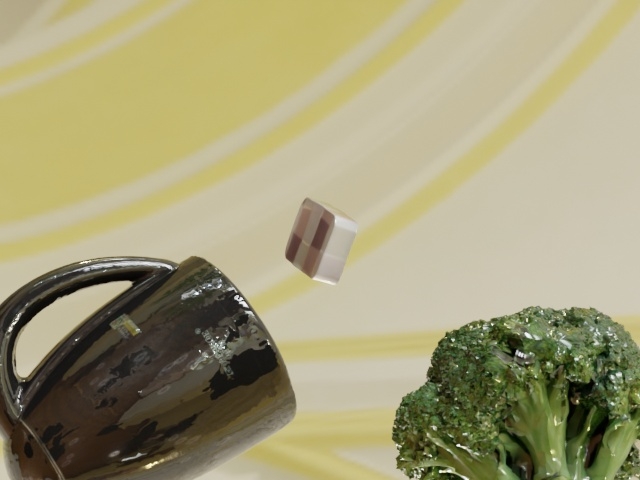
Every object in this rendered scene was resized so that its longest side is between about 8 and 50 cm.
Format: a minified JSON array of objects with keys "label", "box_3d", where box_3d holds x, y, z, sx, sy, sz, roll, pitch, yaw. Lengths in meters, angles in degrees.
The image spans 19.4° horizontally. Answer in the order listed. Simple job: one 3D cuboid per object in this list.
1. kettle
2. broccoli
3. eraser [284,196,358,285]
[{"label":"kettle","box_3d":[-0.214,0.147,1.951,0.268,0.290,0.207,61,-20,-2]},{"label":"broccoli","box_3d":[0.195,0.188,1.672,0.270,0.270,0.270,-47,-139,43]},{"label":"eraser","box_3d":[0.000,0.000,1.734,0.105,0.026,0.065,-148,-106,-69]}]
